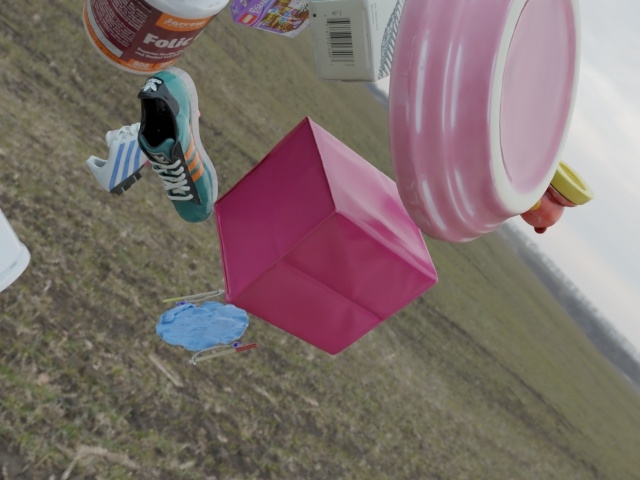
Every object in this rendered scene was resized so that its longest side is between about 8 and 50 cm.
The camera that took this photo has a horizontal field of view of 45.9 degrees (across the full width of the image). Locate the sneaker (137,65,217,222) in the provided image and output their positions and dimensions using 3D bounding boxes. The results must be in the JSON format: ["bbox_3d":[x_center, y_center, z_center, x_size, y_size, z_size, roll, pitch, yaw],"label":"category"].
[{"bbox_3d":[-0.274,-0.156,1.384,0.121,0.108,0.302,-52,139,-53],"label":"sneaker"}]

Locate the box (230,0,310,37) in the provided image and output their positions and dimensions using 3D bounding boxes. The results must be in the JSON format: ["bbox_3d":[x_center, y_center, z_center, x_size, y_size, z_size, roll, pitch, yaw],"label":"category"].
[{"bbox_3d":[-0.067,-0.638,1.923,0.201,0.293,0.057,3,67,-41],"label":"box"}]

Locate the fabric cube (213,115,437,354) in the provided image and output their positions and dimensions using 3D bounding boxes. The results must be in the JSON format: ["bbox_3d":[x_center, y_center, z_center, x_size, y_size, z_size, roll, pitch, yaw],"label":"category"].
[{"bbox_3d":[0.000,0.000,1.305,0.258,0.259,0.254,31,30,-37],"label":"fabric cube"}]

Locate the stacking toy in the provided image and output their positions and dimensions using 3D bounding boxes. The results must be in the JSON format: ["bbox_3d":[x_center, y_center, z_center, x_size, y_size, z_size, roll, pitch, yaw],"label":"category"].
[{"bbox_3d":[0.365,-0.169,1.511,0.280,0.130,0.309,18,34,-38],"label":"stacking toy"}]

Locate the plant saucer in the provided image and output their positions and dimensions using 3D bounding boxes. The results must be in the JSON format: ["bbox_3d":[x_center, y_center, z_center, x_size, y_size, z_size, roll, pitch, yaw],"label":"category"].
[{"bbox_3d":[0.183,-0.155,0.757,0.084,0.332,0.332,14,-8,33],"label":"plant saucer"}]

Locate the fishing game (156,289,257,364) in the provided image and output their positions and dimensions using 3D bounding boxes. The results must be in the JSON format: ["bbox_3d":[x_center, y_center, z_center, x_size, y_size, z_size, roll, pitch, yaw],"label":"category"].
[{"bbox_3d":[-0.239,0.177,1.528,0.189,0.041,0.264,-12,26,-23],"label":"fishing game"}]

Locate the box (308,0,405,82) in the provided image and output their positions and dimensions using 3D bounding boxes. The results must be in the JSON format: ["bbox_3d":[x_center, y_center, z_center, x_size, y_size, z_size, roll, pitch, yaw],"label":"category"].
[{"bbox_3d":[0.101,-0.303,1.053,0.094,0.113,0.275,10,29,34],"label":"box"}]

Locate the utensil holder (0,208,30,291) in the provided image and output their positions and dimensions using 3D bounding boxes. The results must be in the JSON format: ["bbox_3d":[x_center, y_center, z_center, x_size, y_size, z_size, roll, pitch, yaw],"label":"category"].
[{"bbox_3d":[-0.967,-0.044,1.883,0.327,0.328,0.385,-112,-177,-62],"label":"utensil holder"}]

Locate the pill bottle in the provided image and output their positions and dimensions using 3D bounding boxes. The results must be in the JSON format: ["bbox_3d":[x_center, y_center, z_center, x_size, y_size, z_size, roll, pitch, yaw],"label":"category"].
[{"bbox_3d":[-0.294,-0.488,1.430,0.224,0.224,0.392,43,-29,-16],"label":"pill bottle"}]

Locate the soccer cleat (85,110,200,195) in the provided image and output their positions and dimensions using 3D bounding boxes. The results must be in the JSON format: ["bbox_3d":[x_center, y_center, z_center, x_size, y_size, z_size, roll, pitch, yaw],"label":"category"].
[{"bbox_3d":[-0.465,-0.257,1.948,0.143,0.331,0.116,49,12,-12],"label":"soccer cleat"}]
